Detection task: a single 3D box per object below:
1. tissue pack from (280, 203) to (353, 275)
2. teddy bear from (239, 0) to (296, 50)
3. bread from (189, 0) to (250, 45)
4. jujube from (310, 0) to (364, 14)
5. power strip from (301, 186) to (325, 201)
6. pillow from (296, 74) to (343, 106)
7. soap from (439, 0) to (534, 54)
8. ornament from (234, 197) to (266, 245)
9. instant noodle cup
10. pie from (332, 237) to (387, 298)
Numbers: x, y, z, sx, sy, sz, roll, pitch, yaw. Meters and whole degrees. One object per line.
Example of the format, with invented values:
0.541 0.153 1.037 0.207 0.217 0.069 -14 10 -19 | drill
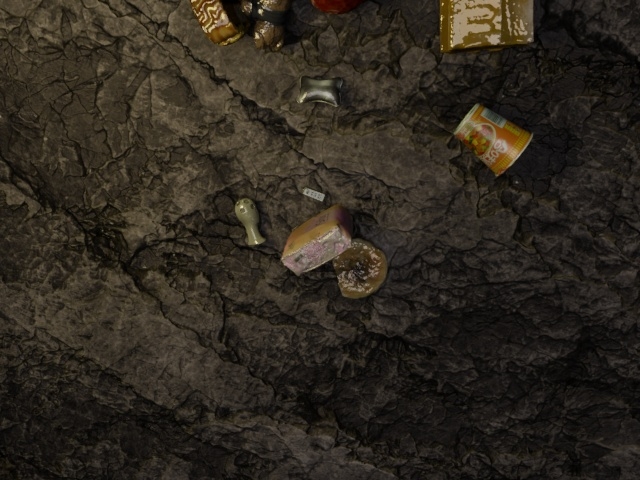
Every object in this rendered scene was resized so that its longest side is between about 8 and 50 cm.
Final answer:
0.000 0.000 1.643 0.215 0.256 0.123 -31 105 13 | tissue pack
-0.139 -0.669 1.490 0.182 0.129 0.251 -3 109 -25 | teddy bear
-0.282 -0.649 1.486 0.096 0.222 0.181 -21 115 15 | bread
0.080 -0.739 1.457 0.255 0.190 0.190 -22 104 3 | jujube
-0.023 -0.152 1.723 0.083 0.017 0.027 20 106 -3 | power strip
-0.001 -0.457 1.607 0.136 0.055 0.091 6 105 1 | pillow
0.467 -0.675 1.467 0.259 0.143 0.281 -4 101 3 | soap
-0.231 -0.066 1.739 0.075 0.081 0.156 -2 113 44 | ornament
0.503 -0.308 1.570 0.185 0.168 0.168 37 106 2 | instant noodle cup
0.133 0.090 1.768 0.185 0.052 0.218 -19 107 4 | pie
